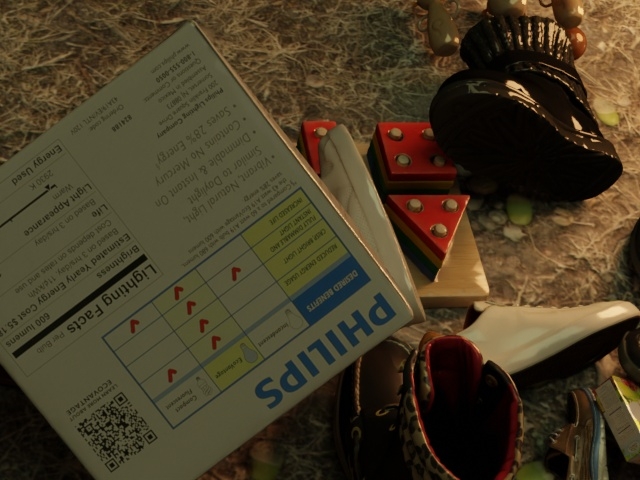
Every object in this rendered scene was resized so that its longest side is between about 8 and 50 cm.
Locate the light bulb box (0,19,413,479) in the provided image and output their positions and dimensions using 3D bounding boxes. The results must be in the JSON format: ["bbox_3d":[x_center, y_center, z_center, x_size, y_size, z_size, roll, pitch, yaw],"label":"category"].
[{"bbox_3d":[-0.157,0.024,1.630,0.358,0.225,0.361,-37,98,2],"label":"light bulb box"}]

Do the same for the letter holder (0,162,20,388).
[{"bbox_3d":[-0.256,0.052,1.816,0.301,0.152,0.214,7,51,-10],"label":"letter holder"}]

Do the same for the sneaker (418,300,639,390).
[{"bbox_3d":[0.251,0.106,1.933,0.290,0.106,0.123,-16,58,-25],"label":"sneaker"}]

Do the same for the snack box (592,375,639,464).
[{"bbox_3d":[0.389,0.218,1.879,0.141,0.037,0.100,17,41,-43],"label":"snack box"}]

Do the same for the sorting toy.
[{"bbox_3d":[0.071,-0.042,2.020,0.257,0.089,0.255,0,51,-16],"label":"sorting toy"}]

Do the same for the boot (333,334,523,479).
[{"bbox_3d":[0.109,0.199,1.697,0.138,0.284,0.377,6,48,-9],"label":"boot"}]

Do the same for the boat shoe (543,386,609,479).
[{"bbox_3d":[0.294,0.245,1.855,0.066,0.066,0.183,2,46,-2],"label":"boat shoe"}]

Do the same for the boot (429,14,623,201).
[{"bbox_3d":[0.242,-0.206,2.121,0.348,0.131,0.260,22,42,-45],"label":"boot"}]

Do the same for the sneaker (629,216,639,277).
[{"bbox_3d":[0.513,-0.062,2.121,0.125,0.140,0.341,30,51,8],"label":"sneaker"}]

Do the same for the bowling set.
[{"bbox_3d":[0.292,-0.347,2.308,0.200,0.287,0.154,38,33,-47],"label":"bowling set"}]

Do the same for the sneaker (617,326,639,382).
[{"bbox_3d":[0.443,0.097,1.940,0.087,0.130,0.227,42,36,19],"label":"sneaker"}]

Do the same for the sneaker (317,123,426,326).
[{"bbox_3d":[0.000,0.000,1.853,0.169,0.108,0.292,-23,51,6],"label":"sneaker"}]
